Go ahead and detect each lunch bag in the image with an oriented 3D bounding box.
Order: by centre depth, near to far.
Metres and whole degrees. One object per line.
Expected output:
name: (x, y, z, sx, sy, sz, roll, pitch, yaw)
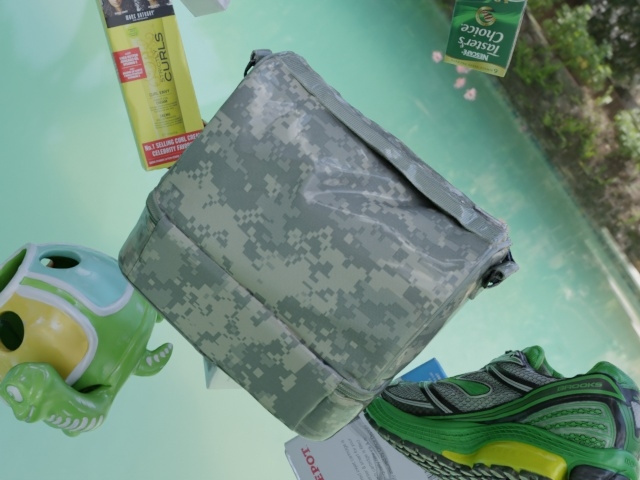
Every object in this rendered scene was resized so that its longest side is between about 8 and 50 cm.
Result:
lunch bag: (0.000, 0.000, 0.712, 0.305, 0.256, 0.212, 43, 36, 9)

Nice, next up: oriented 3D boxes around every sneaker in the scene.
sneaker: (0.181, 0.185, 0.768, 0.134, 0.343, 0.146, 42, 65, -27)

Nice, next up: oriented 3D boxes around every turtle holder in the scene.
turtle holder: (-0.372, 0.145, 1.044, 0.227, 0.243, 0.320, 46, 38, -27)

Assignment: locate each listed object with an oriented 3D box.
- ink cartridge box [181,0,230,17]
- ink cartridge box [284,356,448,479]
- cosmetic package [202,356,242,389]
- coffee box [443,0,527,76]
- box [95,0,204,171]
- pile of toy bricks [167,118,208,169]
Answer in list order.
ink cartridge box: (-0.192, -0.424, 1.028, 0.198, 0.067, 0.115, 46, 57, -45)
ink cartridge box: (0.126, 0.381, 1.284, 0.223, 0.307, 0.129, 61, 1, 21)
cosmetic package: (-0.052, 0.090, 0.954, 0.184, 0.151, 0.151, 2, 51, -23)
coffee box: (0.276, -0.368, 1.227, 0.113, 0.184, 0.040, 19, 47, 11)
box: (-0.203, -0.206, 0.892, 0.058, 0.087, 0.232, -147, -136, -69)
pile of toy bricks: (-0.158, -0.126, 1.183, 0.212, 0.118, 0.105, 29, 14, -46)
